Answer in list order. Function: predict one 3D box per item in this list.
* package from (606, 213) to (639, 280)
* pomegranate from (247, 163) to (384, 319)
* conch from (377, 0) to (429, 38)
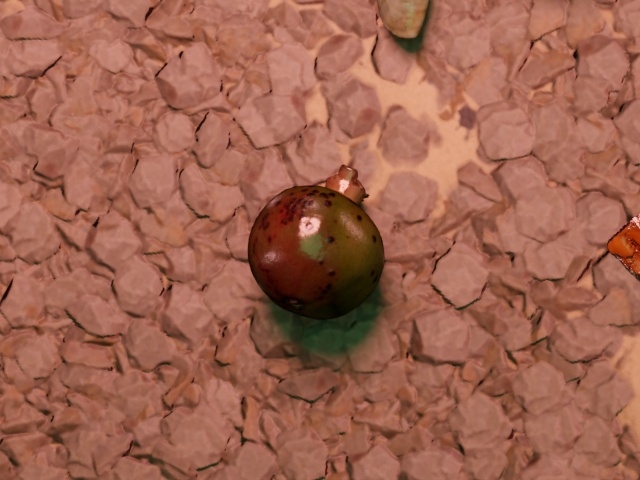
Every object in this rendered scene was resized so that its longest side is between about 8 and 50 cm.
[{"bbox_3d":[0.316,-0.002,1.514,0.110,0.033,0.077,-39,98,8],"label":"package"},{"bbox_3d":[-0.005,0.006,1.498,0.130,0.130,0.130,0,91,4],"label":"pomegranate"},{"bbox_3d":[0.045,-0.377,1.468,0.203,0.169,0.386,8,89,29],"label":"conch"}]
